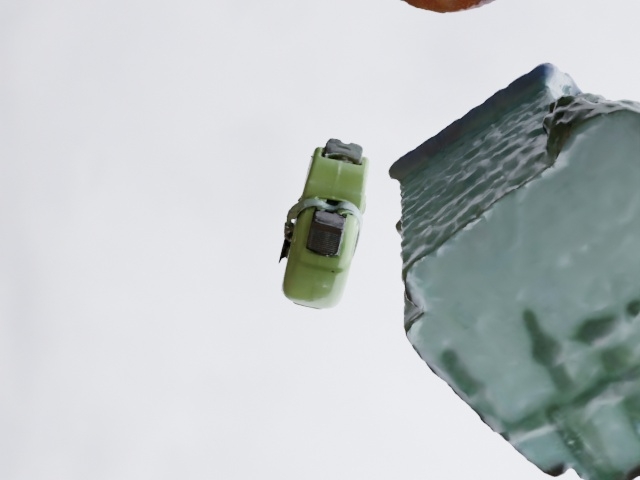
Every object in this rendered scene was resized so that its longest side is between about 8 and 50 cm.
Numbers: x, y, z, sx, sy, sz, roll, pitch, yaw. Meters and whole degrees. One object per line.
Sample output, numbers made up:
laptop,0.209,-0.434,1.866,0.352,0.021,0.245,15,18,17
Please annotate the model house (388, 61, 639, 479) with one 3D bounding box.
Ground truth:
model house,0.205,-0.005,1.104,0.252,0.295,0.329,-40,-158,14

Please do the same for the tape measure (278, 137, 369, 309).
tape measure,0.000,0.000,1.427,0.177,0.087,0.154,101,-1,-49

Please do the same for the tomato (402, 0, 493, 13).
tomato,0.246,-0.536,2.110,0.144,0.338,0.338,58,3,-42
